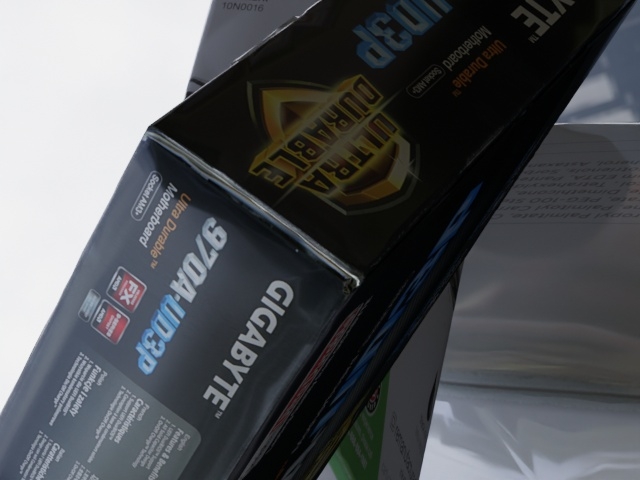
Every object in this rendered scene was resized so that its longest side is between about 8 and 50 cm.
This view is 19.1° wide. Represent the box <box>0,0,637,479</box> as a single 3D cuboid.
[{"bbox_3d":[-0.018,0.029,0.464,0.051,0.220,0.175,37,-143,7],"label":"box"}]

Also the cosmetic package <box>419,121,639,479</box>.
[{"bbox_3d":[0.188,0.143,1.030,0.393,0.327,0.329,-33,-61,-51],"label":"cosmetic package"}]

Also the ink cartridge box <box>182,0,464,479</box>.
[{"bbox_3d":[0.000,0.000,0.759,0.160,0.092,0.219,67,-147,-61],"label":"ink cartridge box"}]
